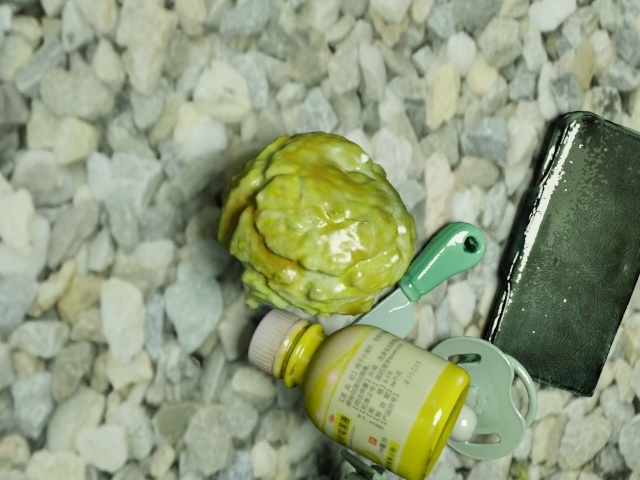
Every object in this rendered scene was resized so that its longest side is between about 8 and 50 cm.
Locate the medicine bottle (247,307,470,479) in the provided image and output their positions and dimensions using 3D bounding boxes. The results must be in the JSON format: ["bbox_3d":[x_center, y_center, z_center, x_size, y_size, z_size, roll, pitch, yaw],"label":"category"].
[{"bbox_3d":[0.031,0.141,0.753,0.212,0.122,0.122,24,87,19],"label":"medicine bottle"}]

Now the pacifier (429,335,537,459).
[{"bbox_3d":[0.170,0.184,0.823,0.126,0.116,0.150,-3,101,25],"label":"pacifier"}]

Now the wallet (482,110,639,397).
[{"bbox_3d":[0.306,0.016,0.884,0.172,0.045,0.318,18,92,-13],"label":"wallet"}]

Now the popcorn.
[{"bbox_3d":[0.000,0.000,0.742,0.197,0.212,0.198,-6,58,9],"label":"popcorn"}]

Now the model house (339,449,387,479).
[{"bbox_3d":[0.043,0.363,0.741,0.215,0.198,0.224,-39,103,12],"label":"model house"}]

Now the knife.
[{"bbox_3d":[0.085,0.078,0.843,0.260,0.034,0.063,-43,110,-2],"label":"knife"}]
